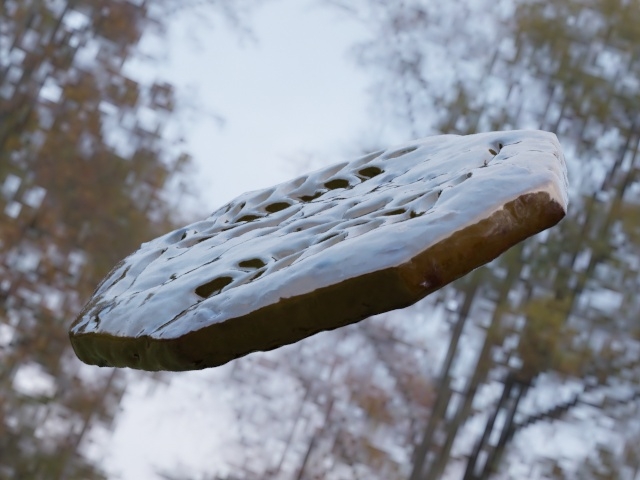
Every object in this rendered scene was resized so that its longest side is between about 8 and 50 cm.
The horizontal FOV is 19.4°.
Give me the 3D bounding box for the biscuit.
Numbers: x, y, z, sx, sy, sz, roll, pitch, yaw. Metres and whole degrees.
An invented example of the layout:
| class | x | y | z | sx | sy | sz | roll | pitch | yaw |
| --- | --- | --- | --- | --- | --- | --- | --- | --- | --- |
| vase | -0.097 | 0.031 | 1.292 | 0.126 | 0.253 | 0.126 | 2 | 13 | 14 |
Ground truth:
| class | x | y | z | sx | sy | sz | roll | pitch | yaw |
| --- | --- | --- | --- | --- | --- | --- | --- | --- | --- |
| biscuit | 0.000 | -0.001 | 1.238 | 0.359 | 0.359 | 0.046 | -6 | -70 | 47 |
